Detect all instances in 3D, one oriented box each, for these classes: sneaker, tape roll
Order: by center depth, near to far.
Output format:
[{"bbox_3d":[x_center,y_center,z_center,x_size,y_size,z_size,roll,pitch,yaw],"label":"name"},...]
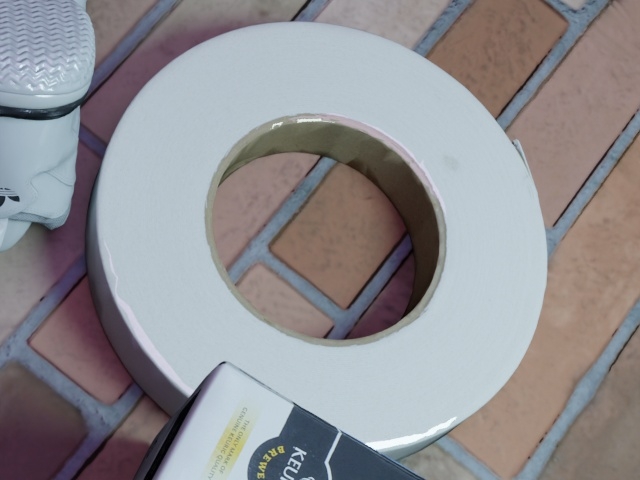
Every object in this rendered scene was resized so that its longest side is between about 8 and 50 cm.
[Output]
[{"bbox_3d":[-0.256,-0.141,1.382,0.137,0.210,0.366,9,32,-14],"label":"sneaker"},{"bbox_3d":[0.000,0.000,1.431,0.392,0.072,0.392,6,66,-15],"label":"tape roll"}]

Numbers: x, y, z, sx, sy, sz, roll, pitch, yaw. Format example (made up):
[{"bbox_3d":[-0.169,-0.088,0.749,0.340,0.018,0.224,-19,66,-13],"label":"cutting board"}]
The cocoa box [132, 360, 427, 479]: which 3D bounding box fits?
[{"bbox_3d":[-0.074,0.308,1.192,0.228,0.231,0.347,30,64,-5],"label":"cocoa box"}]
